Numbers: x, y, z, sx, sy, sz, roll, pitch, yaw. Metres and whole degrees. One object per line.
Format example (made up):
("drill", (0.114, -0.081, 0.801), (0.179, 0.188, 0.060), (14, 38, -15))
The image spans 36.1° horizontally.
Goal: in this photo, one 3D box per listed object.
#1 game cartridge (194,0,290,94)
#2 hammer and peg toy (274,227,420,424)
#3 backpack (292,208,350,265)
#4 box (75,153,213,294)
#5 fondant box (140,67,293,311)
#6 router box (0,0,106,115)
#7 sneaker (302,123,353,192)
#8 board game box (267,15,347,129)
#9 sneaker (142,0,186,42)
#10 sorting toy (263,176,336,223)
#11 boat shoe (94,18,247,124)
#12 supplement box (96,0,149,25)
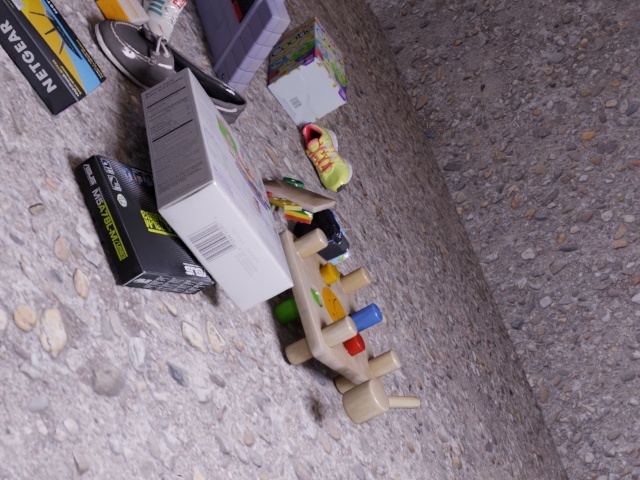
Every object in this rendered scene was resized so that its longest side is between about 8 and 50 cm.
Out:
("game cartridge", (-0.179, -0.510, 2.043), (0.068, 0.230, 0.355), (2, 53, -32))
("hammer and peg toy", (0.035, 0.175, 1.707), (0.266, 0.127, 0.361), (39, 27, -54))
("backpack", (0.000, 0.000, 1.934), (0.084, 0.105, 0.114), (60, 7, -38))
("box", (-0.242, -0.018, 1.366), (0.184, 0.045, 0.190), (62, 16, 18))
("fondant box", (-0.164, -0.083, 1.514), (0.238, 0.096, 0.330), (56, 11, -39))
("router box", (-0.386, -0.273, 1.370), (0.179, 0.046, 0.133), (55, 18, -17))
("sneaker", (0.005, -0.198, 2.329), (0.094, 0.081, 0.208), (31, 27, -46))
("board game box", (-0.031, -0.424, 2.458), (0.144, 0.142, 0.275), (51, 19, -28))
("sneaker", (-0.291, -0.430, 1.843), (0.057, 0.075, 0.161), (46, 22, -38))
("sorting toy", (-0.057, -0.071, 1.882), (0.132, 0.046, 0.274), (21, 13, 15))
("boat shoe", (-0.252, -0.298, 1.705), (0.335, 0.095, 0.112), (38, 28, -52))
("supplement box", (-0.344, -0.400, 1.711), (0.062, 0.036, 0.098), (58, 17, -7))
